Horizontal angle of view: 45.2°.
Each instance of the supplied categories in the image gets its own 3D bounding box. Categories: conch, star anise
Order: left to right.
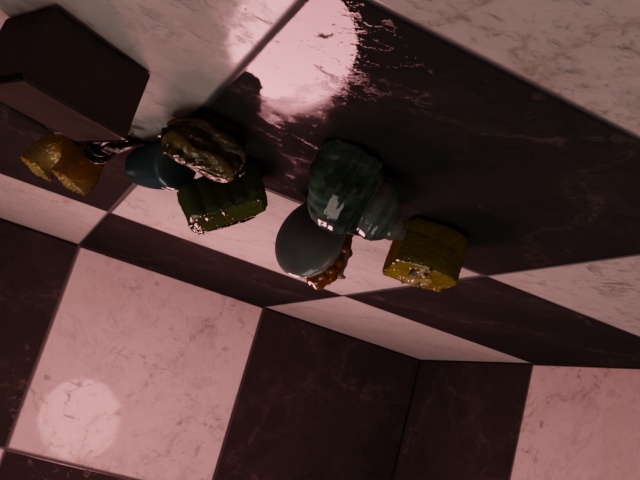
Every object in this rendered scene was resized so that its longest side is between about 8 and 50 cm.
[{"bbox_3d":[-0.556,-0.239,1.836,0.272,0.102,0.272,10,176,1],"label":"star anise"},{"bbox_3d":[0.078,-0.092,1.652,0.277,0.195,0.220,44,129,-10],"label":"conch"}]

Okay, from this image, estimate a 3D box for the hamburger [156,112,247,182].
[{"bbox_3d":[-0.249,-0.206,1.671,0.183,0.130,0.206,31,176,-26],"label":"hamburger"}]

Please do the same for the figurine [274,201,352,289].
[{"bbox_3d":[-0.009,0.030,2.073,0.205,0.224,0.382,17,167,9],"label":"figurine"}]

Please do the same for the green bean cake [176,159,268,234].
[{"bbox_3d":[-0.235,-0.101,1.870,0.214,0.113,0.200,-20,171,-6],"label":"green bean cake"}]

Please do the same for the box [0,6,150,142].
[{"bbox_3d":[-0.480,-0.303,1.445,0.188,0.153,0.252,6,164,39],"label":"box"}]

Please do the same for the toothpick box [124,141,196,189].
[{"bbox_3d":[-0.398,-0.184,1.888,0.120,0.120,0.184,28,165,-39],"label":"toothpick box"}]

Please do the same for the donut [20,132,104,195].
[{"bbox_3d":[-0.655,-0.219,1.987,0.259,0.152,0.101,17,156,40],"label":"donut"}]

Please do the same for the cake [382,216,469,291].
[{"bbox_3d":[0.272,0.046,1.992,0.179,0.156,0.260,22,167,-1],"label":"cake"}]

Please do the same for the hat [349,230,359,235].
[{"bbox_3d":[0.089,-0.086,1.826,0.193,0.082,0.193,7,-154,-4],"label":"hat"}]
